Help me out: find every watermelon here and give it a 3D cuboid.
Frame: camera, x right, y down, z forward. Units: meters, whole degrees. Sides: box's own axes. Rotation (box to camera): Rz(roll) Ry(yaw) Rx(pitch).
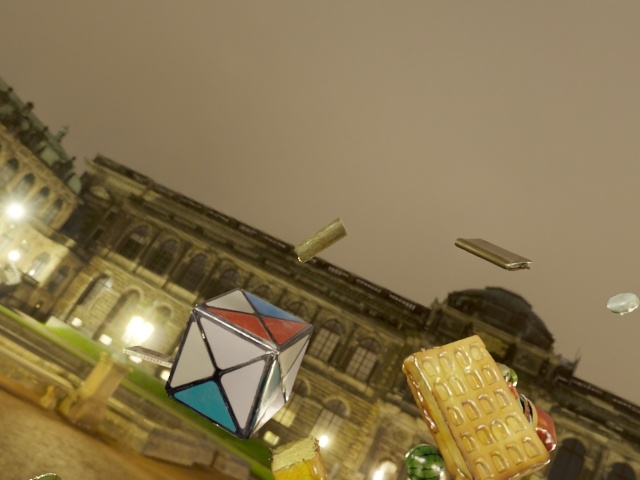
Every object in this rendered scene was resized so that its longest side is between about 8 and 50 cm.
[{"bbox_3d":[0.259,0.547,1.404,0.109,0.109,0.109,27,-20,11],"label":"watermelon"}]

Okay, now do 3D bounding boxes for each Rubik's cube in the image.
[{"bbox_3d":[-0.234,0.357,1.712,0.305,0.310,0.307,25,15,13],"label":"Rubik's cube"}]

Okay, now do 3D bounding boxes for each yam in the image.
[{"bbox_3d":[0.000,0.000,2.524,0.093,0.259,0.093,55,8,-12],"label":"yam"}]

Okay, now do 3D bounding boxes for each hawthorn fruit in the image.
[{"bbox_3d":[0.631,0.571,1.757,0.157,0.157,0.194,32,19,-2],"label":"hawthorn fruit"}]

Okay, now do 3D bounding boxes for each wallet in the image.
[{"bbox_3d":[0.473,0.037,1.581,0.110,0.031,0.198,1,18,-33],"label":"wallet"}]

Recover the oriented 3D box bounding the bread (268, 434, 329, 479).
[{"bbox_3d":[-0.057,0.673,1.679,0.260,0.160,0.147,152,-79,-79],"label":"bread"}]

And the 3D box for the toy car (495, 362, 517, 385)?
[{"bbox_3d":[0.601,0.546,2.175,0.145,0.235,0.235,-7,7,-38],"label":"toy car"}]

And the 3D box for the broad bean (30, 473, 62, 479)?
[{"bbox_3d":[-0.579,0.545,1.242,0.048,0.070,0.214,27,-29,13],"label":"broad bean"}]

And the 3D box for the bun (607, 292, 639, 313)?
[{"bbox_3d":[0.845,0.178,1.605,0.045,0.083,0.083,65,-25,-4],"label":"bun"}]

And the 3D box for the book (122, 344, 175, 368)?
[{"bbox_3d":[-0.518,0.392,1.894,0.231,0.022,0.162,19,-8,1],"label":"book"}]

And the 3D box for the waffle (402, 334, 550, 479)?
[{"bbox_3d":[0.343,0.387,1.300,0.328,0.224,0.098,65,-30,29],"label":"waffle"}]

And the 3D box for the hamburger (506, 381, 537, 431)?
[{"bbox_3d":[0.503,0.473,1.551,0.137,0.175,0.175,27,-18,-14],"label":"hamburger"}]
